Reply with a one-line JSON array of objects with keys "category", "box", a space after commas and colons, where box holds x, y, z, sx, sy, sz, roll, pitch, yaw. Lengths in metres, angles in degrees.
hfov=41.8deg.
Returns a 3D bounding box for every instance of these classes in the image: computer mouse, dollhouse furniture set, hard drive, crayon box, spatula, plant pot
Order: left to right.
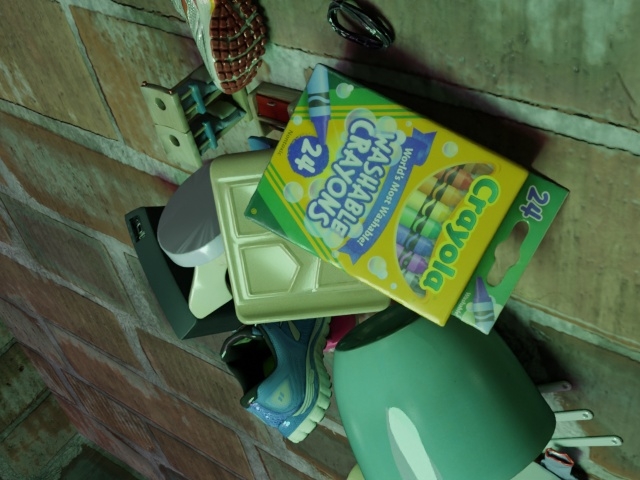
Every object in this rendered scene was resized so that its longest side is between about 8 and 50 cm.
[{"category": "hard drive", "box": [-0.222, 0.044, 1.458, 0.054, 0.172, 0.254, -46, 63, 36]}, {"category": "dollhouse furniture set", "box": [-0.125, -0.180, 1.158, 0.184, 0.129, 0.129, 21, 143, 33]}, {"category": "computer mouse", "box": [-0.007, -0.308, 0.962, 0.242, 0.041, 0.071, 41, 151, -13]}, {"category": "crayon box", "box": [0.098, -0.044, 0.984, 0.323, 0.203, 0.083, 29, -168, 9]}, {"category": "plant pot", "box": [0.152, 0.214, 1.215, 0.293, 0.293, 0.235, -22, 98, 57]}, {"category": "spatula", "box": [0.342, 0.282, 1.331, 0.168, 0.019, 0.242, 48, 149, -10]}]

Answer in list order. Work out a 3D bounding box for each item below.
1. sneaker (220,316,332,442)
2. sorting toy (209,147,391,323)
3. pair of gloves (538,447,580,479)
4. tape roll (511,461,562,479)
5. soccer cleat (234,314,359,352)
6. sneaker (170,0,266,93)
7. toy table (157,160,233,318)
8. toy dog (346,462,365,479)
[{"category": "sneaker", "box": [-0.070, 0.148, 1.296, 0.147, 0.330, 0.130, 30, 118, -23]}, {"category": "sorting toy", "box": [0.024, -0.017, 1.092, 0.307, 0.041, 0.229, -6, 105, 6]}, {"category": "pair of gloves", "box": [0.349, 0.365, 1.404, 0.198, 0.023, 0.159, 21, 152, 31]}, {"category": "tape roll", "box": [0.326, 0.466, 1.468, 0.286, 0.100, 0.286, 28, 154, 15]}, {"category": "soccer cleat", "box": [-0.043, 0.143, 1.523, 0.331, 0.116, 0.143, 8, 158, 40]}, {"category": "sneaker", "box": [-0.137, -0.298, 1.069, 0.093, 0.088, 0.225, 16, 126, 48]}, {"category": "toy table", "box": [-0.135, -0.004, 1.313, 0.252, 0.274, 0.161, -28, 118, 17]}, {"category": "toy dog", "box": [0.164, 0.516, 1.745, 0.220, 0.161, 0.333, 34, 164, 6]}]
